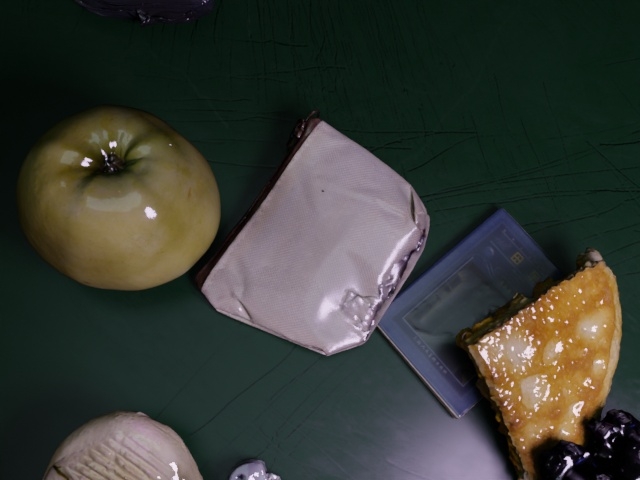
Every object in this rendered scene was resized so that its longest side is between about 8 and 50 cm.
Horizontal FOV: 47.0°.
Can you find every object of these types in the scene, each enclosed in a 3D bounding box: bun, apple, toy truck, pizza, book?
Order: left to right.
[{"bbox_3d":[-0.266,-0.059,0.990,0.263,0.262,0.262,1,76,-4],"label":"apple"},{"bbox_3d":[-0.249,0.332,0.947,0.210,0.116,0.237,25,99,-2],"label":"bun"},{"bbox_3d":[0.234,0.102,1.085,0.269,0.025,0.191,-38,81,-12],"label":"book"},{"bbox_3d":[0.337,0.182,1.028,0.258,0.087,0.268,-27,100,-15],"label":"pizza"},{"bbox_3d":[0.389,0.348,0.958,0.213,0.176,0.161,-23,36,-21],"label":"toy truck"}]

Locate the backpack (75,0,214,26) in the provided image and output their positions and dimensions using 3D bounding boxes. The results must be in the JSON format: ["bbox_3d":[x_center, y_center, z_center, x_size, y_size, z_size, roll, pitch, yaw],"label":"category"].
[{"bbox_3d":[-0.278,-0.429,1.140,0.259,0.133,0.206,1,84,3],"label":"backpack"}]

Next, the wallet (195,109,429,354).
[{"bbox_3d":[-0.002,-0.001,1.073,0.275,0.068,0.335,32,83,12],"label":"wallet"}]

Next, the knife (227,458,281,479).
[{"bbox_3d":[-0.053,0.419,0.976,0.073,0.040,0.265,-20,78,-6],"label":"knife"}]
